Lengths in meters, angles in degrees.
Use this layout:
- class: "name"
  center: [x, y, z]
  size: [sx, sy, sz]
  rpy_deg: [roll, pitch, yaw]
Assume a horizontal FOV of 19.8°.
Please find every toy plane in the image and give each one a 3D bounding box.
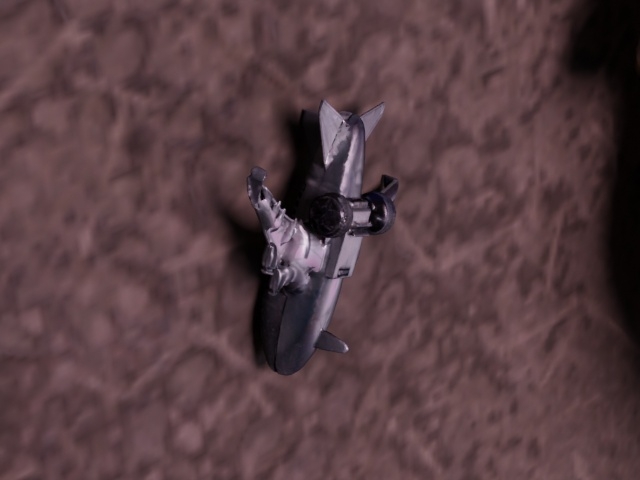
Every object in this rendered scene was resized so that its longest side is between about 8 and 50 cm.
- class: "toy plane"
  center: [0.000, 0.000, 0.529]
  size: [0.078, 0.031, 0.083]
  rpy_deg: [-3, 106, -58]

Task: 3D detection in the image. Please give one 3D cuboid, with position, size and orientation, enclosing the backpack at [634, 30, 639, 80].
- class: "backpack"
  center: [0.278, -0.064, 0.652]
  size: [0.378, 0.201, 0.353]
  rpy_deg: [7, 100, -44]
